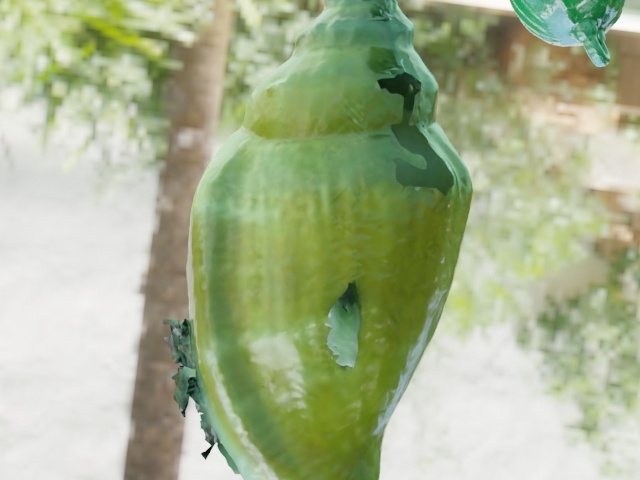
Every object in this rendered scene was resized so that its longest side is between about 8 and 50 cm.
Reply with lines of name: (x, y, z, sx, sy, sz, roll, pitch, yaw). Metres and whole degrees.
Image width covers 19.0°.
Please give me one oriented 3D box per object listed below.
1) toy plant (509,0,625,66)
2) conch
toy plant: (0.166, -0.219, 1.416, 0.105, 0.200, 0.143, -31, 150, 16)
conch: (0.002, -0.002, 0.663, 0.095, 0.201, 0.079, 18, 165, -1)
